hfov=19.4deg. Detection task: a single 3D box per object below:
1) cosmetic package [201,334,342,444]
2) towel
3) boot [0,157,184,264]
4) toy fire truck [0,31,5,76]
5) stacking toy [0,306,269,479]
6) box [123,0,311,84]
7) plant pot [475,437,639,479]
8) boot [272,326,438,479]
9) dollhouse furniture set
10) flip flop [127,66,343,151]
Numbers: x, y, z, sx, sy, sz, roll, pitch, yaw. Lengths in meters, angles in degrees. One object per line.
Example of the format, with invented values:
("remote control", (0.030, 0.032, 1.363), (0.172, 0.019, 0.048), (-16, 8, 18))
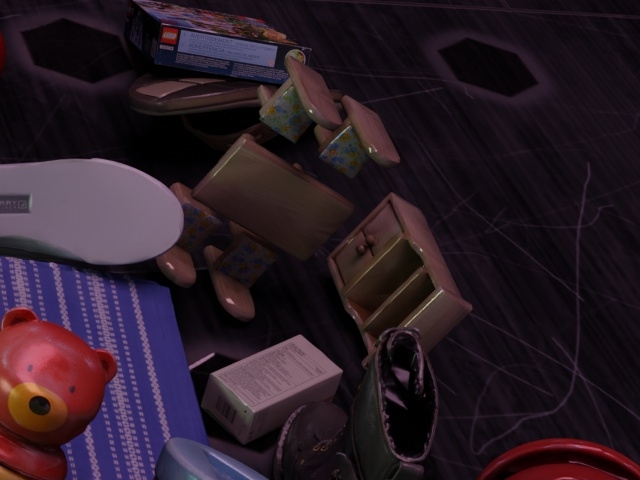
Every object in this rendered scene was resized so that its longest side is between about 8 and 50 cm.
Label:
("cosmetic package", (-0.042, 0.130, 1.648), (0.115, 0.041, 0.060), (-20, 49, -43))
("towel", (-0.249, 0.109, 1.521), (0.336, 0.040, 0.243), (10, 43, -31))
("boot", (-0.247, -0.026, 1.671), (0.258, 0.095, 0.123), (7, -4, 0))
("toy fire truck", (-0.449, -0.223, 1.754), (0.254, 0.302, 0.169), (-2, 11, 14))
("stacking toy", (-0.112, 0.183, 1.323), (0.309, 0.130, 0.279), (29, 4, -26))
("box", (-0.115, -0.214, 2.007), (0.159, 0.044, 0.233), (7, 12, -16))
("plant pot", (0.189, 0.258, 1.452), (0.191, 0.191, 0.174), (20, 32, 1))
("boot", (0.038, 0.157, 1.482), (0.091, 0.229, 0.263), (9, 36, -14))
("dollhouse furniture set", (0.000, 0.000, 1.706), (0.242, 0.212, 0.161), (31, 23, -34))
("flip flop", (-0.083, -0.133, 1.964), (0.112, 0.080, 0.277), (19, 13, 37))
